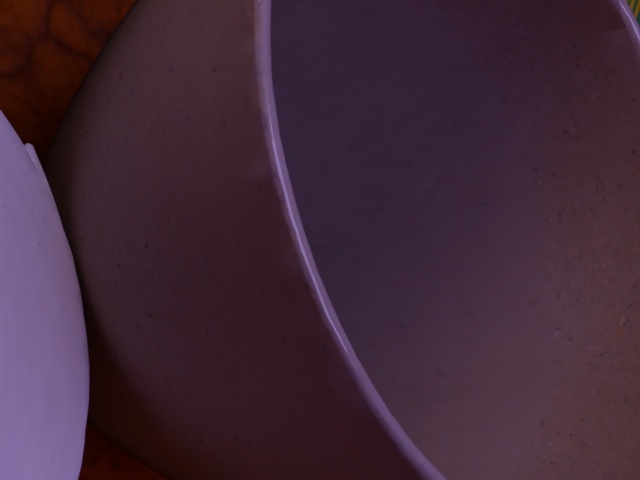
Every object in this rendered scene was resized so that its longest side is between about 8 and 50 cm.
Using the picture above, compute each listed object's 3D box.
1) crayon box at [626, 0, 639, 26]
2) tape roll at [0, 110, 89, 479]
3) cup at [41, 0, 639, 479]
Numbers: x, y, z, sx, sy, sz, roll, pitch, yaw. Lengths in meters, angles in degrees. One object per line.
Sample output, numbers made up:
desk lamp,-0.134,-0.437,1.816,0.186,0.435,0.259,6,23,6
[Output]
crayon box,0.082,-0.218,1.035,0.363,0.106,0.313,28,55,-42
tape roll,-0.219,0.037,0.560,0.286,0.100,0.286,24,57,-43
cup,0.000,0.000,0.734,0.331,0.237,0.331,24,57,-43
